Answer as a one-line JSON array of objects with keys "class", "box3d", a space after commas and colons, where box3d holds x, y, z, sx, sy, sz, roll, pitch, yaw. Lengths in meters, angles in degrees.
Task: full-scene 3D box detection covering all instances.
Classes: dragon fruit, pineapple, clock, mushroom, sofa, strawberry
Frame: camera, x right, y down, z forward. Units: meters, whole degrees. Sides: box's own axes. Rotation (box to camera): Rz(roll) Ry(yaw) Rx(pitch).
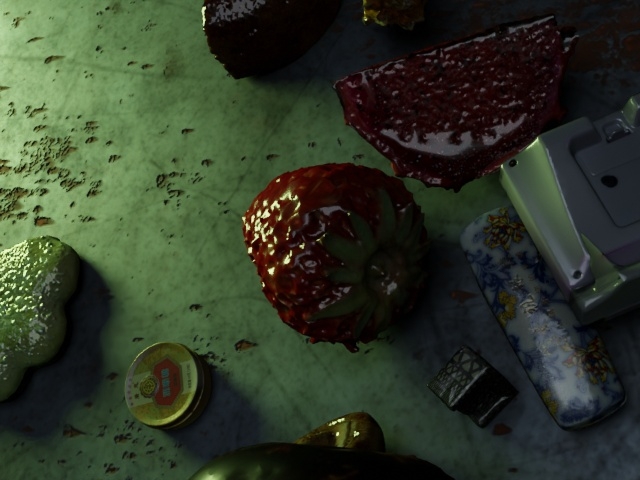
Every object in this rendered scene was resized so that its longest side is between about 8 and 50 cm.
[{"class": "dragon fruit", "box3d": [0.163, -0.165, 1.099, 0.262, 0.163, 0.189, -16, 36, 15]}, {"class": "pineapple", "box3d": [0.092, -0.322, 1.196, 0.080, 0.135, 0.233, 9, 51, -1]}, {"class": "clock", "box3d": [0.322, -0.044, 0.976, 0.253, 0.083, 0.186, -23, 62, -2]}, {"class": "mushroom", "box3d": [0.011, 0.226, 1.038, 0.127, 0.127, 0.087, -26, 106, 14]}, {"class": "sofa", "box3d": [0.155, 0.149, 0.993, 0.060, 0.118, 0.039, -46, 58, 3]}, {"class": "strawberry", "box3d": [0.000, 0.000, 1.107, 0.244, 0.205, 0.205, 25, 83, 52]}]

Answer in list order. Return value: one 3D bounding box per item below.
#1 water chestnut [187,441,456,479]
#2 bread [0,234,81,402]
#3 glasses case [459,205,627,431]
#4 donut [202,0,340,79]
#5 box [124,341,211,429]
[{"class": "water chestnut", "box3d": [0.000, 0.344, 0.861, 0.350, 0.350, 0.302, -24, 45, 15]}, {"class": "bread", "box3d": [-0.439, 0.118, 1.320, 0.287, 0.056, 0.207, -27, 61, 15]}, {"class": "glasses case", "box3d": [0.227, 0.075, 1.017, 0.087, 0.065, 0.248, -29, 61, 6]}, {"class": "donut", "box3d": [-0.055, -0.308, 1.264, 0.187, 0.126, 0.144, -15, 73, 19]}, {"class": "box", "box3d": [-0.183, 0.176, 1.187, 0.106, 0.037, 0.105, -9, 68, 22]}]
